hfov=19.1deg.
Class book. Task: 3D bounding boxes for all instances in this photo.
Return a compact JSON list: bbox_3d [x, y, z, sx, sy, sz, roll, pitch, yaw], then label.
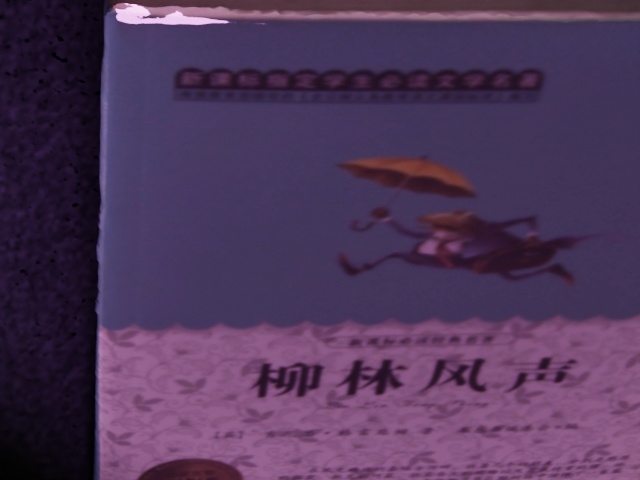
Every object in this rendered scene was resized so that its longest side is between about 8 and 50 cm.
[{"bbox_3d":[0.039,0.023,0.764,0.264,0.031,0.379,-1,146,-7],"label":"book"}]
